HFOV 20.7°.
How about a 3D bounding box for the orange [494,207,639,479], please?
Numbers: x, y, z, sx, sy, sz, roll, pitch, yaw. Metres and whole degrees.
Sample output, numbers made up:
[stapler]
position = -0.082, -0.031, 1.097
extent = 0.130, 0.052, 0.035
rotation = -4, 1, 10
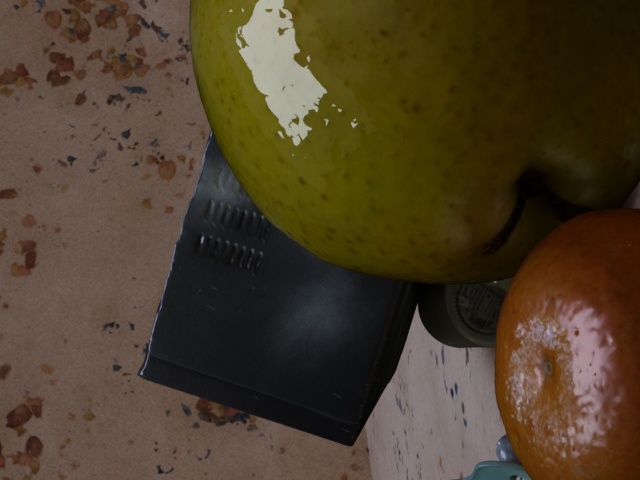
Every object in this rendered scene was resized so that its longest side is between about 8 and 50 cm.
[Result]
[orange]
position = 0.220, 0.087, 1.192
extent = 0.224, 0.170, 0.224
rotation = 21, 114, 59

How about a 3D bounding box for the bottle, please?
[bottle]
position = 0.167, 0.069, 1.950
extent = 0.245, 0.104, 0.104
rotation = 155, 109, -83

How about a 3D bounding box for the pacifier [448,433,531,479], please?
[pacifier]
position = 0.204, 0.258, 1.854
extent = 0.150, 0.127, 0.116
rotation = -52, 11, 52

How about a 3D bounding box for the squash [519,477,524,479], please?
[squash]
position = 0.230, 0.263, 1.899
extent = 0.027, 0.027, 0.083
rotation = 107, 158, -74

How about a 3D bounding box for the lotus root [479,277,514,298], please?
[lotus root]
position = 0.169, -0.043, 1.586
extent = 0.275, 0.152, 0.160
rotation = -111, 31, -61

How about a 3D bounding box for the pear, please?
[pear]
position = 0.081, -0.153, 1.348
extent = 0.418, 0.362, 0.362
rotation = 53, 153, 42

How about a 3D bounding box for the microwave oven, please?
[microwave oven]
position = 0.000, 0.000, 1.937
extent = 0.432, 0.236, 0.374
rotation = -36, -36, -80
